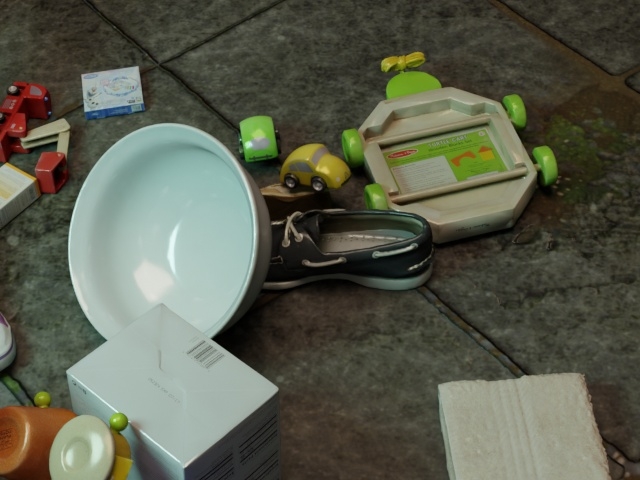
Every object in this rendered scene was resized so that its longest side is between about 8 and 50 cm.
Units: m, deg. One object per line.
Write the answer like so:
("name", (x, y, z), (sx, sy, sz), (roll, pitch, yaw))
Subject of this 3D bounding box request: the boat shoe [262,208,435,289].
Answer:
("boat shoe", (0.000, 0.000, 1.895), (0.302, 0.091, 0.114), (-2, 46, 2))

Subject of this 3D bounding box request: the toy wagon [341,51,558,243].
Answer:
("toy wagon", (0.169, -0.140, 2.037), (0.267, 0.068, 0.344), (-12, 46, -9))

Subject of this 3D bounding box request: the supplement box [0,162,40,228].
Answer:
("supplement box", (-0.453, -0.059, 2.014), (0.062, 0.036, 0.098), (28, 54, 26))

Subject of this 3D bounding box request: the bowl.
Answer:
("bowl", (-0.169, 0.005, 1.830), (0.298, 0.298, 0.134), (34, 12, 30))

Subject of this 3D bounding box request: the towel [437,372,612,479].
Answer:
("towel", (0.244, 0.272, 1.655), (0.187, 0.049, 0.282), (-4, 45, -2))

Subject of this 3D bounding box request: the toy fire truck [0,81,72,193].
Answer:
("toy fire truck", (-0.418, -0.156, 2.098), (0.135, 0.047, 0.192), (7, 46, 9))

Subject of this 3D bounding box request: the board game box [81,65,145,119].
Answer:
("board game box", (-0.317, -0.225, 2.177), (0.090, 0.020, 0.090), (-9, 47, -5))

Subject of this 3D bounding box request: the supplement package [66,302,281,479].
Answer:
("supplement package", (-0.160, 0.222, 1.613), (0.194, 0.203, 0.149), (34, 53, 29))

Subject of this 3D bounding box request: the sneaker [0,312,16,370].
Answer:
("sneaker", (-0.492, 0.047, 1.834), (0.102, 0.161, 0.282), (-30, 53, -25))

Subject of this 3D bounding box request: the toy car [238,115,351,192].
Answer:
("toy car", (-0.086, -0.125, 2.007), (0.239, 0.053, 0.225), (-9, 30, -2))

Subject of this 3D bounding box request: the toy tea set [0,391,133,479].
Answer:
("toy tea set", (-0.299, 0.328, 1.528), (0.200, 0.124, 0.336), (19, 85, 36))

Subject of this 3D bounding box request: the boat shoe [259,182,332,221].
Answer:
("boat shoe", (-0.052, -0.057, 1.987), (0.135, 0.050, 0.045), (-3, 34, -1))
